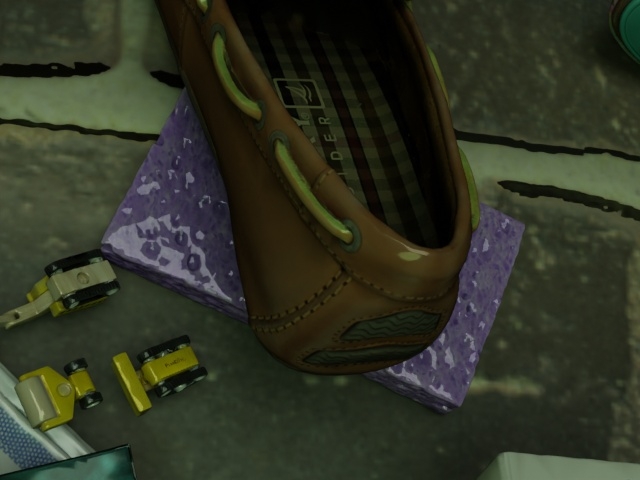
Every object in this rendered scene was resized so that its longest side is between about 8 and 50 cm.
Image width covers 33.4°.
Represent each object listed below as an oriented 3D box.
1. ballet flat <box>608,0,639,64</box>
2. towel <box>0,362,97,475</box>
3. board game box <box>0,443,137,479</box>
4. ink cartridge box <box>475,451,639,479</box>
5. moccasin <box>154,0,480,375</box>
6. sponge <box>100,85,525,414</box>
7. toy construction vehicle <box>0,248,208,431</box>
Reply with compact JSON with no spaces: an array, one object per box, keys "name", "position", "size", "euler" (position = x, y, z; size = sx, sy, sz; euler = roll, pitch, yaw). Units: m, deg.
[{"name":"ballet flat","position":[0.277,-0.125,0.675],"size":[0.221,0.077,0.079],"euler":[20,52,-13]},{"name":"towel","position":[-0.242,0.158,0.478],"size":[0.209,0.034,0.285],"euler":[45,69,2]},{"name":"board game box","position":[-0.162,0.171,0.459],"size":[0.186,0.026,0.126],"euler":[-10,81,-19]},{"name":"ink cartridge box","position":[0.133,0.234,0.442],"size":[0.168,0.171,0.233],"euler":[8,53,-13]},{"name":"moccasin","position":[-0.015,-0.126,0.529],"size":[0.139,0.147,0.380],"euler":[3,57,-21]},{"name":"sponge","position":[0.000,0.000,0.585],"size":[0.210,0.031,0.117],"euler":[25,69,-5]},{"name":"toy construction vehicle","position":[-0.118,0.054,0.530],"size":[0.098,0.035,0.086],"euler":[-22,77,-44]}]
